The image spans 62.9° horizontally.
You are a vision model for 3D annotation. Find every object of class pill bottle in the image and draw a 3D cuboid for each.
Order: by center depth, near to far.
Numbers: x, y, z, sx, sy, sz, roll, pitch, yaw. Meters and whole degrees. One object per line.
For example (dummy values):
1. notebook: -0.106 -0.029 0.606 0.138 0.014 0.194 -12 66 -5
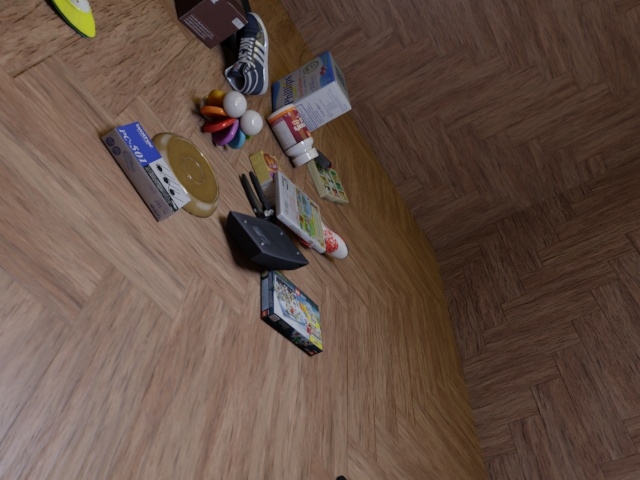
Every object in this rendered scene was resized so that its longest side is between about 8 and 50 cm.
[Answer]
1. pill bottle: -0.103 -0.401 2.015 0.221 0.121 0.121 61 20 -7

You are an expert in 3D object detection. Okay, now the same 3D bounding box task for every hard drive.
1. hard drive: -0.145 0.008 1.419 0.172 0.054 0.255 49 14 24

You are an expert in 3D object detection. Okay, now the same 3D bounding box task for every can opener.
1. can opener: -0.187 -0.120 1.565 0.059 0.073 0.186 -28 90 -31

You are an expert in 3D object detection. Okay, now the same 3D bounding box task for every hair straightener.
1. hair straightener: -0.042 -0.390 2.200 0.230 0.047 0.089 52 16 14

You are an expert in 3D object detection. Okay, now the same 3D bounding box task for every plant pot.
1. plant pot: -0.323 -0.168 1.296 0.236 0.032 0.236 51 24 -33

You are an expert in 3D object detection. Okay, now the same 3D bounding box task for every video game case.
1. video game case: -0.067 -0.091 1.649 0.206 0.026 0.227 40 26 -34

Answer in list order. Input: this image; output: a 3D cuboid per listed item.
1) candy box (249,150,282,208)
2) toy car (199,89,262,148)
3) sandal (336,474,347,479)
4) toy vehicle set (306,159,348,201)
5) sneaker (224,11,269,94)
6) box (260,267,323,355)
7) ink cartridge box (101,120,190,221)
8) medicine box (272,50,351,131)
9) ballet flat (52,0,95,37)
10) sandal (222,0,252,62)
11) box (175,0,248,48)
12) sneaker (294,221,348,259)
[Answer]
1. candy box: -0.158 -0.194 1.719 0.109 0.053 0.186 7 59 -68
2. toy car: -0.272 -0.340 1.517 0.182 0.159 0.136 46 60 -41
3. sandal: 0.060 0.634 1.235 0.067 0.040 0.179 54 21 -24
4. toy vehicle set: 0.035 -0.250 2.298 0.267 0.035 0.165 7 58 -67
5. sneaker: -0.261 -0.650 1.830 0.153 0.099 0.282 -28 119 -53
6. box: -0.077 0.196 1.436 0.233 0.044 0.159 47 25 -39
7. ink cartridge box: -0.371 -0.150 1.129 0.207 0.046 0.097 58 19 -13
8. medicine box: -0.042 -0.597 2.163 0.149 0.289 0.263 49 24 -41
9. ballet flat: -0.556 -0.547 1.118 0.231 0.077 0.077 51 22 -32
10. sandal: -0.331 -0.843 1.960 0.168 0.107 0.445 -3 81 -65
11. box: -0.376 -0.807 1.769 0.168 0.167 0.203 33 36 -56
12. sneaker: -0.001 0.000 1.816 0.270 0.090 0.145 51 24 -23
